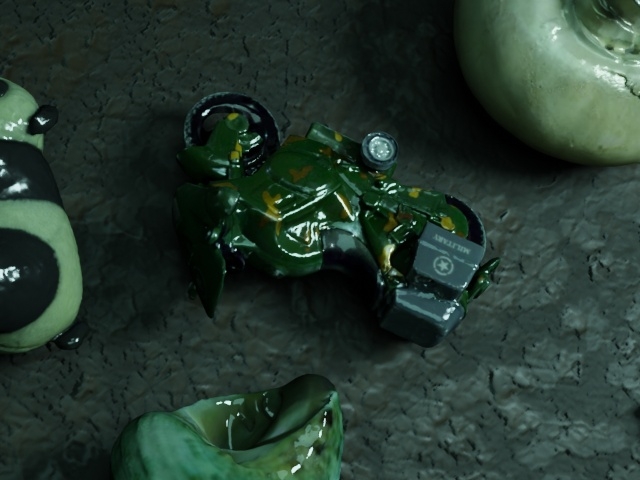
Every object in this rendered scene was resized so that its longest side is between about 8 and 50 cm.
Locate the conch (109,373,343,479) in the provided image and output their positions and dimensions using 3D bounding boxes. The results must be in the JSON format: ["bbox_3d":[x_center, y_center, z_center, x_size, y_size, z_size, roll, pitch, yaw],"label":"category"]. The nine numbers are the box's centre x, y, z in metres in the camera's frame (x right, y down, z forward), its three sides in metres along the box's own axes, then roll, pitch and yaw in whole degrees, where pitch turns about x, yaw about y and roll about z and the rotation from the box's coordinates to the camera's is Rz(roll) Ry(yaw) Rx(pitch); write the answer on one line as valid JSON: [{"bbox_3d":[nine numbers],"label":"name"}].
[{"bbox_3d":[-0.074,0.176,1.317,0.188,0.122,0.176,-2,38,-6],"label":"conch"}]

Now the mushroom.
[{"bbox_3d":[0.237,-0.180,1.435,0.246,0.202,0.246,5,74,-18],"label":"mushroom"}]

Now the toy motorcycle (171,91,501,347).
[{"bbox_3d":[0.000,0.000,1.385,0.275,0.124,0.187,24,62,-1],"label":"toy motorcycle"}]

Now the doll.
[{"bbox_3d":[-0.260,-0.019,1.347,0.135,0.143,0.234,-5,71,-35],"label":"doll"}]
